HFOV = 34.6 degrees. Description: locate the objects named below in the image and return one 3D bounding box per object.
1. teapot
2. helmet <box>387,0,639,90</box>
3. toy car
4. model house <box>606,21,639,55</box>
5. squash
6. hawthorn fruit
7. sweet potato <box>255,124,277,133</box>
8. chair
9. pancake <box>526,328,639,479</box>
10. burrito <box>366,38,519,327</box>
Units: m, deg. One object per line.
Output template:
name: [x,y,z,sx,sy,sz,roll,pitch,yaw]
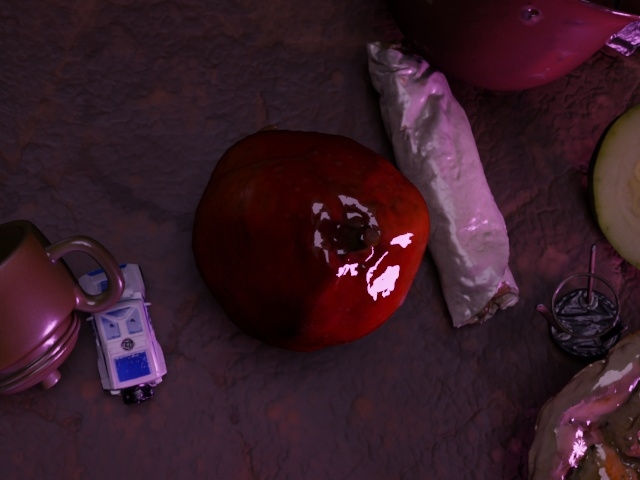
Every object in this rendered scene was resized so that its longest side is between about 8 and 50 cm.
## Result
teapot: [-0.341,0.089,1.155,0.267,0.186,0.175,-27,116,8]
helmet: [0.220,-0.309,1.297,0.337,0.230,0.385,1,46,-37]
toy car: [-0.235,0.111,1.221,0.080,0.070,0.171,-13,79,-13]
model house: [0.412,-0.337,1.436,0.152,0.106,0.165,-13,44,-1]
squash: [0.465,-0.067,1.314,0.049,0.252,0.252,-21,80,-49]
hawthorn fruit: [0.000,0.000,1.168,0.265,0.307,0.265,1,89,-26]
sweet potato: [-0.094,-0.112,1.322,0.026,0.026,0.115,44,73,2]
chair: [0.322,0.090,1.271,0.095,0.221,0.104,-17,70,13]
pancake: [0.431,0.288,1.225,0.386,0.082,0.387,-1,101,-3]
burrito: [0.161,-0.084,1.337,0.117,0.076,0.392,-16,82,-19]
